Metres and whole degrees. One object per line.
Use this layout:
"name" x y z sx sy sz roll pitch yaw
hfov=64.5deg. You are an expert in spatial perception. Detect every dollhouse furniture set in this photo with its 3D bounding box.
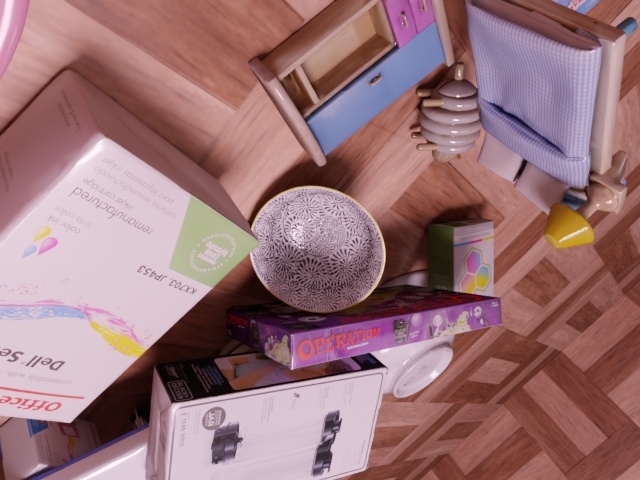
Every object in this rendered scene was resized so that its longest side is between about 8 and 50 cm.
"dollhouse furniture set" 0.090 -0.130 0.422 0.198 0.303 0.286 -39 144 0

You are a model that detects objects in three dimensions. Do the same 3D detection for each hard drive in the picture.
"hard drive" -0.271 0.344 0.675 0.318 0.040 0.210 -21 133 -23

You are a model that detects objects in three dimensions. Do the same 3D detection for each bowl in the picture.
"bowl" 0.000 0.000 0.652 0.169 0.080 0.170 3 114 8
"bowl" 0.164 0.211 0.999 0.297 0.134 0.298 -23 141 -20

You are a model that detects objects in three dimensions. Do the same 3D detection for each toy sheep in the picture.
"toy sheep" 0.165 -0.159 0.644 0.091 0.091 0.132 -21 135 -23

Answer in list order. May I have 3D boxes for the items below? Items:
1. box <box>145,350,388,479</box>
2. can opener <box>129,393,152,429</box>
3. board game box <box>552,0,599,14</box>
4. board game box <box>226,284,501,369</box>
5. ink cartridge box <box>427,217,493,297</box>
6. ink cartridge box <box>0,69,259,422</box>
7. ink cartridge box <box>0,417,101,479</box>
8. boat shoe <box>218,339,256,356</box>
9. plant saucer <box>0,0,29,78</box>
"box" -0.064 0.233 0.651 0.289 0.087 0.169 -1 108 -31
"can opener" -0.243 0.347 0.844 0.093 0.074 0.281 -25 142 -19
"board game box" 0.252 -0.311 0.590 0.160 0.039 0.211 -42 143 5
"board game box" 0.063 0.110 0.732 0.346 0.208 0.056 -4 97 -32
"ink cartridge box" 0.248 0.070 0.893 0.108 0.062 0.210 -9 102 -35
"ink cartridge box" -0.257 0.050 0.472 0.353 0.119 0.207 -43 144 6
"ink cartridge box" -0.347 0.279 0.667 0.052 0.088 0.122 -39 144 -1
"boat shoe" -0.109 0.358 0.906 0.186 0.156 0.501 -17 140 -30
"plant saucer" -0.316 -0.170 0.217 0.331 0.084 0.332 -23 142 -19
